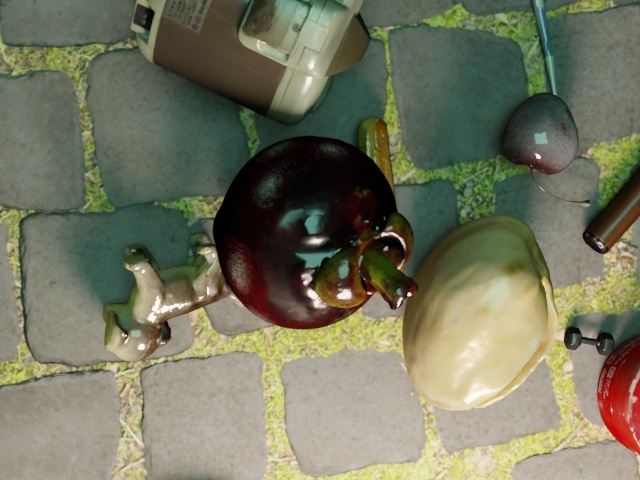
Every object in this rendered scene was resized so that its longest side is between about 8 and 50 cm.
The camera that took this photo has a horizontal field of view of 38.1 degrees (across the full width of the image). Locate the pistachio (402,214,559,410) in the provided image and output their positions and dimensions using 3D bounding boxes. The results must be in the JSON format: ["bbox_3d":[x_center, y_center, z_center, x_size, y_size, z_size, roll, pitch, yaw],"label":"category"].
[{"bbox_3d":[0.253,0.115,1.468,0.238,0.229,0.321,20,93,35],"label":"pistachio"}]

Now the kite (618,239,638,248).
[{"bbox_3d":[0.511,0.003,1.606,0.078,0.002,0.044,43,85,-5],"label":"kite"}]

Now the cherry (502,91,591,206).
[{"bbox_3d":[0.394,-0.167,1.547,0.188,0.115,0.148,16,53,-15],"label":"cherry"}]

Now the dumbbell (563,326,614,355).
[{"bbox_3d":[0.459,0.172,1.582,0.083,0.036,0.040,10,89,-7],"label":"dumbbell"}]

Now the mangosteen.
[{"bbox_3d":[-0.015,-0.005,1.389,0.297,0.293,0.297,-3,114,-7],"label":"mangosteen"}]

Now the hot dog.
[{"bbox_3d":[0.088,-0.095,1.528,0.066,0.047,0.215,-10,93,-44],"label":"hot dog"}]

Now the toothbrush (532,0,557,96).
[{"bbox_3d":[0.386,-0.334,1.578,0.019,0.025,0.275,-12,92,-7],"label":"toothbrush"}]

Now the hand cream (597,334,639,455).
[{"bbox_3d":[0.588,0.265,1.545,0.230,0.149,0.230,0,92,-7],"label":"hand cream"}]

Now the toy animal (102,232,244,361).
[{"bbox_3d":[-0.246,0.081,1.454,0.233,0.121,0.168,-24,110,-16],"label":"toy animal"}]

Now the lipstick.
[{"bbox_3d":[0.581,-0.122,1.589,0.057,0.057,0.356,43,84,-6],"label":"lipstick"}]

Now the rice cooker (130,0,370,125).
[{"bbox_3d":[-0.077,-0.355,1.366,0.325,0.335,0.335,26,87,-5],"label":"rice cooker"}]
